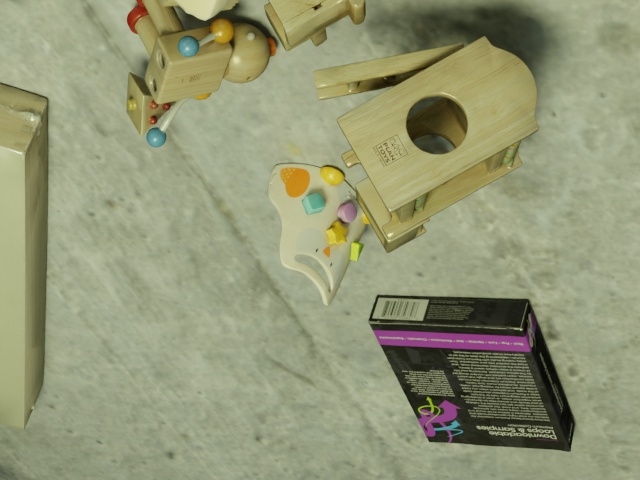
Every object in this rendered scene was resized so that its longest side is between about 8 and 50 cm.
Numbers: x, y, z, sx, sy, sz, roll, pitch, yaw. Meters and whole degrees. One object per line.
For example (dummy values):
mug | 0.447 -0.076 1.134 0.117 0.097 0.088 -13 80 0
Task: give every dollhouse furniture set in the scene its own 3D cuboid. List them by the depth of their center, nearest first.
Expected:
dollhouse furniture set | 0.044 -0.096 0.950 0.161 0.101 0.182 61 178 7

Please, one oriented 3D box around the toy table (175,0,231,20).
toy table | -0.072 -0.217 0.678 0.161 0.252 0.274 40 158 7

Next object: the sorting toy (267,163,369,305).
sorting toy | 0.000 0.000 1.071 0.044 0.075 0.083 -14 135 38

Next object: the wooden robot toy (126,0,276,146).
wooden robot toy | -0.064 -0.122 0.962 0.079 0.076 0.173 -9 154 -24

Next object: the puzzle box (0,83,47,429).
puzzle box | -0.340 -0.005 1.240 0.272 0.052 0.409 18 146 1

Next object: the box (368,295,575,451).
box | 0.113 0.099 1.200 0.116 0.029 0.162 1 141 24
